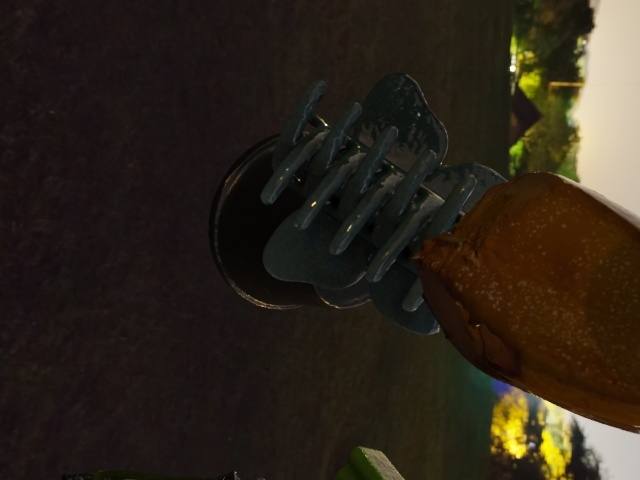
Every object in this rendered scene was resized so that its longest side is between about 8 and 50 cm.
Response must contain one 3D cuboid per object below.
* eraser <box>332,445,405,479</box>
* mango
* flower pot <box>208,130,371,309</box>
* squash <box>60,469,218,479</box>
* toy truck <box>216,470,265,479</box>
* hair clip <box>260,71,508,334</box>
[{"bbox_3d":[0.093,0.488,1.037,0.092,0.274,0.210,24,98,-33],"label":"eraser"},{"bbox_3d":[0.212,0.048,0.556,0.350,0.199,0.201,-149,-121,-62],"label":"mango"},{"bbox_3d":[0.000,0.000,1.289,0.379,0.251,0.379,-13,114,-31],"label":"flower pot"},{"bbox_3d":[-0.310,0.468,1.235,0.087,0.332,0.087,-167,-90,-75],"label":"squash"},{"bbox_3d":[-0.130,0.443,1.054,0.083,0.092,0.192,-105,-162,-45],"label":"toy truck"},{"bbox_3d":[0.085,-0.049,0.952,0.392,0.318,0.238,-54,161,5],"label":"hair clip"}]
